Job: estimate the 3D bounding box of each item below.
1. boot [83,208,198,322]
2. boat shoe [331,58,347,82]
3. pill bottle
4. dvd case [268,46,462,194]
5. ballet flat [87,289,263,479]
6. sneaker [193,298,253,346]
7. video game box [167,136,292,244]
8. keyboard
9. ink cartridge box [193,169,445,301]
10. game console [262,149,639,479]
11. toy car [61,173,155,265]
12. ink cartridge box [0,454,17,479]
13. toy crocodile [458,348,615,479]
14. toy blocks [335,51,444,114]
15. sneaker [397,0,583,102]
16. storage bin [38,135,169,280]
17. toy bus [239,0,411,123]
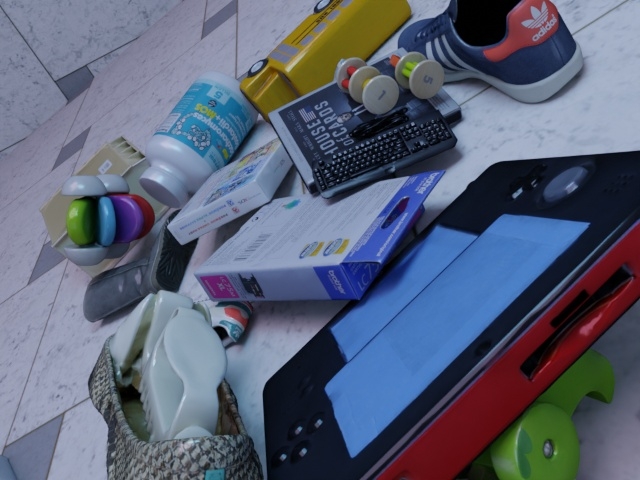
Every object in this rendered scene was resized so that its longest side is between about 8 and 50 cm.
[{"bbox_3d":[-0.326,0.047,1.075,0.208,0.076,0.190,-24,37,37],"label":"boot"},{"bbox_3d":[0.060,-0.243,0.997,0.063,0.066,0.184,-59,39,28],"label":"boat shoe"},{"bbox_3d":[-0.242,-0.193,1.166,0.146,0.146,0.264,3,56,46],"label":"pill bottle"},{"bbox_3d":[0.058,-0.182,0.874,0.238,0.030,0.179,-27,51,-2],"label":"dvd case"},{"bbox_3d":[-0.155,0.153,0.632,0.482,0.163,0.182,-158,74,-66],"label":"ballet flat"},{"bbox_3d":[-0.169,0.129,0.831,0.161,0.057,0.075,-19,36,26],"label":"sneaker"},{"bbox_3d":[-0.139,-0.092,1.000,0.187,0.048,0.205,-26,22,27],"label":"video game box"},{"bbox_3d":[0.074,-0.129,0.785,0.191,0.038,0.100,-22,50,1],"label":"keyboard"},{"bbox_3d":[0.000,0.000,0.758,0.311,0.065,0.186,-8,30,42],"label":"ink cartridge box"},{"bbox_3d":[0.096,0.065,0.538,0.386,0.060,0.342,-43,13,-1],"label":"game console"},{"bbox_3d":[-0.377,-0.039,1.080,0.136,0.159,0.182,3,8,11],"label":"toy car"},{"bbox_3d":[-0.563,0.396,0.879,0.128,0.127,0.176,14,64,51],"label":"ink cartridge box"},{"bbox_3d":[0.117,0.218,0.424,0.115,0.105,0.341,-21,39,60],"label":"toy crocodile"},{"bbox_3d":[0.090,-0.239,0.851,0.123,0.054,0.148,-20,34,-9],"label":"toy blocks"},{"bbox_3d":[0.206,-0.307,0.837,0.131,0.148,0.350,-47,35,-5],"label":"sneaker"},{"bbox_3d":[-0.463,-0.082,1.290,0.260,0.123,0.262,-47,34,-6],"label":"storage bin"},{"bbox_3d":[0.006,-0.360,1.129,0.332,0.108,0.130,-45,36,-3],"label":"toy bus"}]
